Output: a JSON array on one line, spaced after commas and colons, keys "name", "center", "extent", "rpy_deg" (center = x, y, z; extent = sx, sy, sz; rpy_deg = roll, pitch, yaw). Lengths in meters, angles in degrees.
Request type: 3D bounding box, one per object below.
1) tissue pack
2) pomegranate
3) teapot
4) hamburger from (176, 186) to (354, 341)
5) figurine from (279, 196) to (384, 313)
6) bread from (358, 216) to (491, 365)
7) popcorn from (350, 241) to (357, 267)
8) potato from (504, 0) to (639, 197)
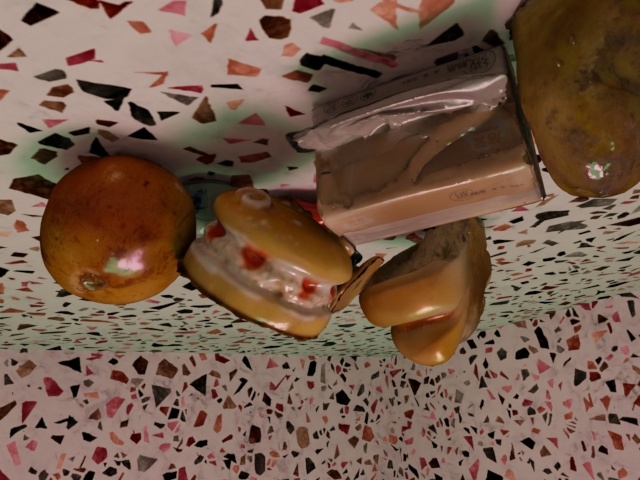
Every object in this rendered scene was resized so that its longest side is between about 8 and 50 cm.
[{"name": "tissue pack", "center": [0.137, -0.147, 0.852], "extent": [0.306, 0.238, 0.238], "rpy_deg": [-13, 159, 23]}, {"name": "pomegranate", "center": [-0.338, -0.019, 1.012], "extent": [0.265, 0.264, 0.264], "rpy_deg": [-5, 160, -2]}, {"name": "teapot", "center": [-0.219, -0.031, 1.161], "extent": [0.232, 0.158, 0.159], "rpy_deg": [-9, 160, 10]}, {"name": "hamburger", "center": [-0.081, 0.017, 0.986], "extent": [0.261, 0.186, 0.303], "rpy_deg": [26, -177, -15]}, {"name": "figurine", "center": [-0.005, 0.007, 1.244], "extent": [0.208, 0.257, 0.181], "rpy_deg": [-45, 166, -3]}, {"name": "bread", "center": [0.278, 0.093, 1.347], "extent": [0.329, 0.245, 0.424], "rpy_deg": [-47, 174, 28]}, {"name": "popcorn", "center": [0.006, 0.037, 1.433], "extent": [0.167, 0.152, 0.148], "rpy_deg": [30, 109, -21]}, {"name": "potato", "center": [0.346, -0.181, 0.724], "extent": [0.230, 0.265, 0.229], "rpy_deg": [2, 164, 1]}]
